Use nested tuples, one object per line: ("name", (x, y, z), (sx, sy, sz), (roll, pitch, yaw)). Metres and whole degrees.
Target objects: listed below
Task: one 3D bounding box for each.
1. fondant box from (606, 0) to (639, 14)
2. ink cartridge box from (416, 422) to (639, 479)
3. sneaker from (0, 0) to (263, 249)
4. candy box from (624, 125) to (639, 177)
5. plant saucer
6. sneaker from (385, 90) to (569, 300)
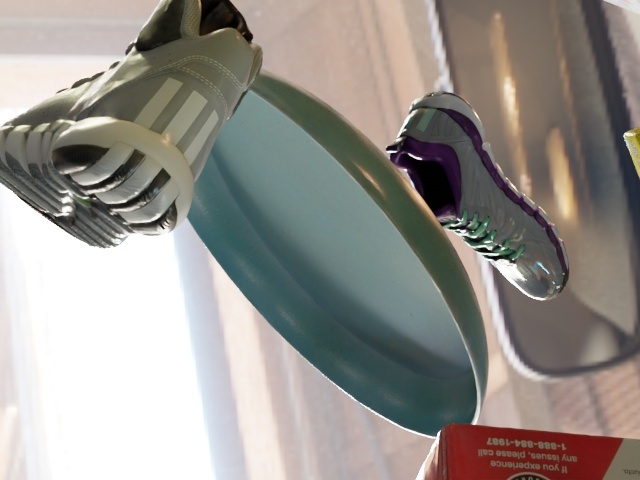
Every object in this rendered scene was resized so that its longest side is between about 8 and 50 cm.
("fondant box", (0.318, -0.274, 1.222), (0.238, 0.330, 0.096), (27, -84, 23))
("ink cartridge box", (0.152, 0.247, 0.683), (0.114, 0.197, 0.272), (105, -11, -52))
("sneaker", (-0.092, -0.068, 0.680), (0.132, 0.086, 0.229), (-56, -154, -15))
("candy box", (0.320, -0.065, 0.909), (0.027, 0.206, 0.105), (-143, -150, -76))
("plant saucer", (0.000, 0.000, 0.883), (0.318, 0.044, 0.317), (41, -21, 20))
("sneaker", (0.131, -0.018, 1.160), (0.083, 0.098, 0.223), (-22, -68, 46))
